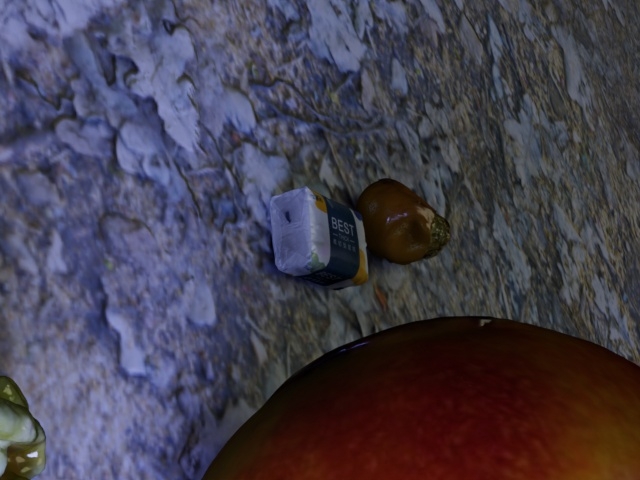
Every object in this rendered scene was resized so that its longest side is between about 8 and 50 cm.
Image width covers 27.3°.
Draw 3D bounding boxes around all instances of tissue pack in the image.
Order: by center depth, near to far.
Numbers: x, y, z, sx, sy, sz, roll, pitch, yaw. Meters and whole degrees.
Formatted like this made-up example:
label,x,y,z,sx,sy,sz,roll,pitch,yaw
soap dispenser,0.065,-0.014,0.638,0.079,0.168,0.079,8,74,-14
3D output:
label,x,y,z,sx,sy,sz,roll,pitch,yaw
tissue pack,0.000,0.000,0.989,0.083,0.042,0.062,22,59,-54

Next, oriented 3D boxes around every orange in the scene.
label,x,y,z,sx,sy,sz,roll,pitch,yaw
orange,0.063,-0.012,1.086,0.086,0.062,0.086,41,0,0

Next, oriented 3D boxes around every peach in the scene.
label,x,y,z,sx,sy,sz,roll,pitch,yaw
peach,0.086,0.231,0.713,0.370,0.370,0.370,36,46,-48

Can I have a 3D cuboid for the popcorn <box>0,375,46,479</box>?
label,x,y,z,sx,sy,sz,roll,pitch,yaw
popcorn,-0.181,0.108,0.548,0.135,0.162,0.141,-7,53,-27
